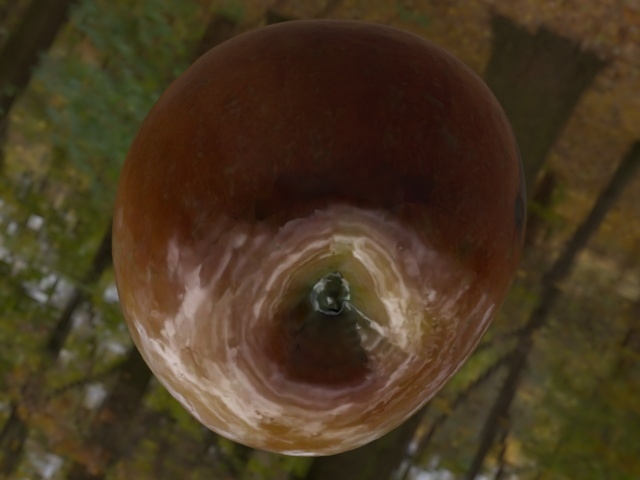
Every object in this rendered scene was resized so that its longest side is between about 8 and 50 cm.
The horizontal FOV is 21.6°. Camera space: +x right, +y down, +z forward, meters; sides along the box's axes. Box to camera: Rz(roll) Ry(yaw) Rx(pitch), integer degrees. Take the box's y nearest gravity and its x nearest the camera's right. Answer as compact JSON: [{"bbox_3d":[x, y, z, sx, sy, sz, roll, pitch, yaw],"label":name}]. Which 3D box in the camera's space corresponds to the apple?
[{"bbox_3d":[0.000,0.000,0.973,0.253,0.253,0.253,25,-179,-1],"label":"apple"}]
